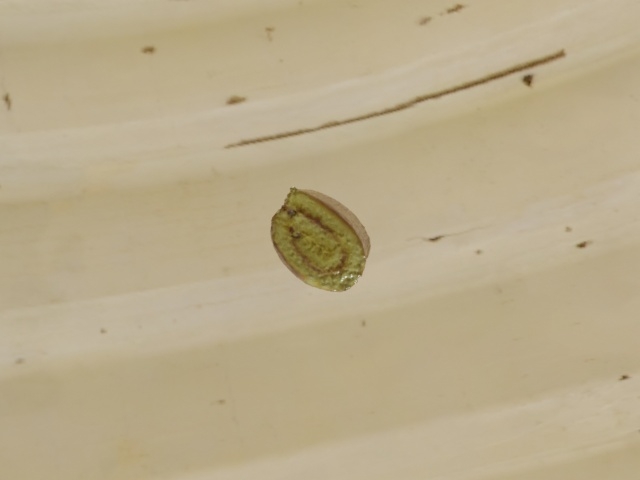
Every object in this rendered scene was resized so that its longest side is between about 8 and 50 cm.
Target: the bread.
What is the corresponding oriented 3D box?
[{"bbox_3d":[0.000,0.000,1.228,0.132,0.172,0.103,40,-86,0],"label":"bread"}]
